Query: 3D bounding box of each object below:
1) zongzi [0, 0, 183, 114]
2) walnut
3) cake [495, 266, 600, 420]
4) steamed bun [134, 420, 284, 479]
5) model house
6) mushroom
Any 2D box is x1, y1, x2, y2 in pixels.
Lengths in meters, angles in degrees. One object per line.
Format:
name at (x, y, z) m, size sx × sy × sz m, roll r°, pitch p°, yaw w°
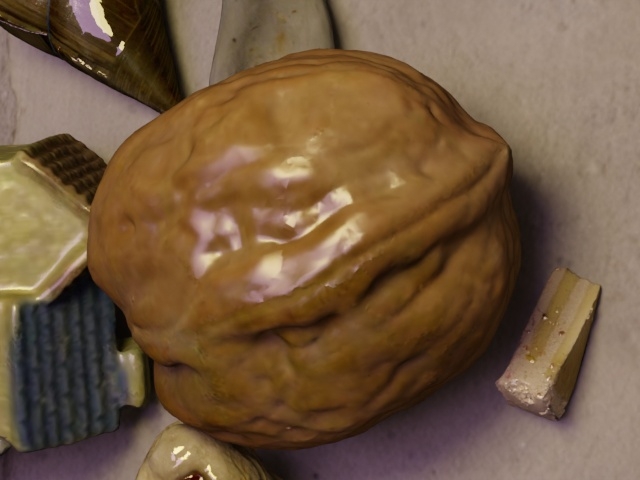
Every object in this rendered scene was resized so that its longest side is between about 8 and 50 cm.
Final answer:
zongzi at (-0.169, -0.249, 1.700) m, size 0.242 × 0.112 × 0.221 m, roll 30°, pitch 97°, yaw 22°
walnut at (-0.001, 0.000, 1.454) m, size 0.344 × 0.306 × 0.306 m, roll -29°, pitch 69°, yaw 21°
cake at (0.185, 0.079, 1.467) m, size 0.052 × 0.065 × 0.121 m, roll 16°, pitch 83°, yaw 29°
steamed bun at (-0.094, 0.223, 1.523) m, size 0.141 × 0.172 × 0.155 m, roll -19°, pitch 90°, yaw 11°
model house at (-0.287, 0.048, 1.673) m, size 0.266 × 0.261 × 0.321 m, roll -2°, pitch 98°, yaw 5°
mushroom at (-0.049, -0.200, 1.630) m, size 0.118 × 0.103 × 0.270 m, roll -17°, pitch 63°, yaw 21°
